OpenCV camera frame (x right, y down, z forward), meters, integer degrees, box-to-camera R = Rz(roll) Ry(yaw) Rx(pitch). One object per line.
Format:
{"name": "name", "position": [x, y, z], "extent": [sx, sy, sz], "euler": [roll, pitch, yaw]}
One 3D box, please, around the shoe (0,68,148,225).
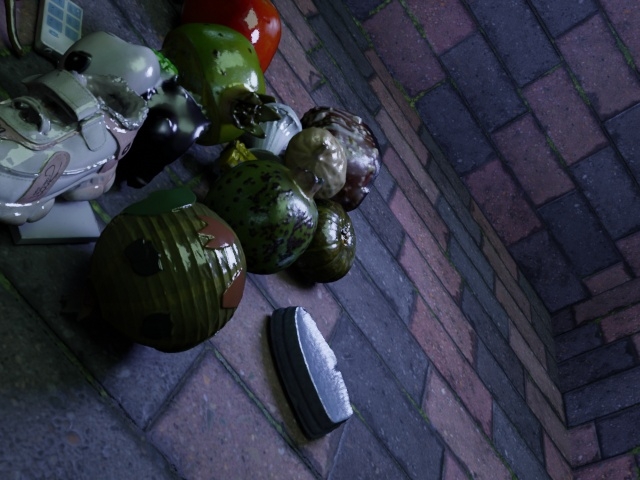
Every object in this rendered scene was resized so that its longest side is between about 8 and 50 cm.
{"name": "shoe", "position": [-0.406, -0.162, 0.916], "extent": [0.172, 0.198, 0.351], "euler": [39, 20, 1]}

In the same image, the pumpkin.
{"name": "pumpkin", "position": [0.000, 0.000, 1.555], "extent": [0.224, 0.157, 0.223], "euler": [27, 59, -57]}

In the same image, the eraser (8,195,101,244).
{"name": "eraser", "position": [-0.428, -0.044, 0.989], "extent": [0.150, 0.023, 0.103], "euler": [-2, 62, -60]}

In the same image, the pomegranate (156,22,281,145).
{"name": "pomegranate", "position": [-0.219, -0.320, 1.337], "extent": [0.341, 0.260, 0.260], "euler": [35, 14, 29]}

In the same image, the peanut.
{"name": "peanut", "position": [-0.006, -0.173, 1.514], "extent": [0.291, 0.143, 0.159], "euler": [31, 54, -84]}

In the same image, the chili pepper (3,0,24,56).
{"name": "chili pepper", "position": [-0.560, -0.511, 1.129], "extent": [0.135, 0.131, 0.338], "euler": [20, 47, -39]}

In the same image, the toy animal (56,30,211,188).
{"name": "toy animal", "position": [-0.347, -0.260, 1.156], "extent": [0.266, 0.213, 0.212], "euler": [56, 25, -22]}

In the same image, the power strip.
{"name": "power strip", "position": [-0.511, -0.415, 1.221], "extent": [0.081, 0.035, 0.192], "euler": [31, 37, -45]}

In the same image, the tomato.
{"name": "tomato", "position": [-0.229, -0.563, 1.663], "extent": [0.299, 0.226, 0.298], "euler": [37, 36, -34]}

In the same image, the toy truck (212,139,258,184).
{"name": "toy truck", "position": [-0.156, -0.128, 1.459], "extent": [0.227, 0.114, 0.098], "euler": [42, 30, -32]}

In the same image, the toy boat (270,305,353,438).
{"name": "toy boat", "position": [-0.028, 0.267, 1.316], "extent": [0.127, 0.078, 0.282], "euler": [1, 63, -57]}

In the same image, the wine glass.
{"name": "wine glass", "position": [-0.137, -0.234, 1.573], "extent": [0.165, 0.165, 0.196], "euler": [43, 38, -31]}

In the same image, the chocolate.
{"name": "chocolate", "position": [0.024, -0.264, 1.818], "extent": [0.210, 0.225, 0.340], "euler": [30, 35, -34]}

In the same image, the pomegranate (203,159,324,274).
{"name": "pomegranate", "position": [-0.110, -0.059, 1.301], "extent": [0.254, 0.271, 0.254], "euler": [50, 8, -10]}

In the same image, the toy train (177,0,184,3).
{"name": "toy train", "position": [-0.315, -0.792, 1.729], "extent": [0.173, 0.249, 0.307], "euler": [55, 26, -14]}

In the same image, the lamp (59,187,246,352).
{"name": "lamp", "position": [-0.260, 0.054, 0.972], "extent": [0.285, 0.250, 0.250], "euler": [-18, 75, -24]}
